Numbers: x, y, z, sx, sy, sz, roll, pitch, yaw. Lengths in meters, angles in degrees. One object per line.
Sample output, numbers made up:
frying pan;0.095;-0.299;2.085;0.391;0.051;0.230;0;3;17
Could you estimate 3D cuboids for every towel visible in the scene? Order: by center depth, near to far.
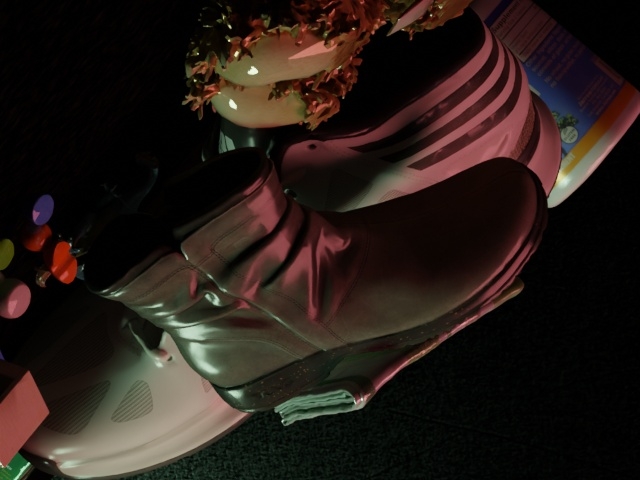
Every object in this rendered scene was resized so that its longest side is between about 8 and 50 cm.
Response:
towel;0.050;0.072;1.027;0.152;0.023;0.113;-30;-173;-31

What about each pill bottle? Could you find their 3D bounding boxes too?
pill bottle;0.179;-0.173;1.618;0.152;0.272;0.152;-50;180;0

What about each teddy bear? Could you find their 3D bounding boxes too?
teddy bear;0.052;-0.184;0.839;0.338;0.113;0.245;-42;173;6

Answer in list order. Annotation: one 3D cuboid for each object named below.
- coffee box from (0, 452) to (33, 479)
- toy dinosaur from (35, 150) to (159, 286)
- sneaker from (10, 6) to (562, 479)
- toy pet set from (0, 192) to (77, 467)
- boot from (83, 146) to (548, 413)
coffee box;-0.300;0.213;1.575;0.184;0.040;0.113;-50;180;27
toy dinosaur;-0.128;-0.018;0.952;0.090;0.047;0.082;-8;-143;36
sneaker;-0.069;-0.021;1.053;0.447;0.169;0.257;-34;148;5
toy pet set;-0.175;0.047;0.765;0.122;0.065;0.114;-53;146;-33
boot;0.000;0.000;0.916;0.246;0.161;0.083;-31;-135;10
